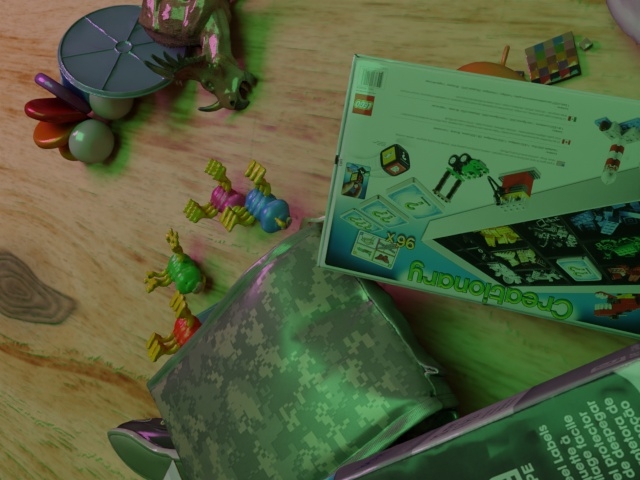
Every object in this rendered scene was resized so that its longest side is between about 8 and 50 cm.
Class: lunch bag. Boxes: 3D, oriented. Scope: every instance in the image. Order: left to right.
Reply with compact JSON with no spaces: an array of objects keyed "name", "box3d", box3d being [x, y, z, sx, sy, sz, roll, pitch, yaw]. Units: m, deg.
[{"name":"lunch bag","box3d":[-0.014,0.155,0.661,0.287,0.169,0.235,-48,57,21]}]

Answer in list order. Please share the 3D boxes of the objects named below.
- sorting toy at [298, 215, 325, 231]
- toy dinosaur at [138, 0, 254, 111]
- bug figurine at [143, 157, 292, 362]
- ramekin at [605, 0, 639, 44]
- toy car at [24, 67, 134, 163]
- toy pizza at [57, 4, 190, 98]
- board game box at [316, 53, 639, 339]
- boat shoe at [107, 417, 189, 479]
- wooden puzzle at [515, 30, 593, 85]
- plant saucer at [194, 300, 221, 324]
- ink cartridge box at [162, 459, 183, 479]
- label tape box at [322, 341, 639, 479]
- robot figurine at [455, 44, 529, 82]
[{"name":"sorting toy","box3d":[0.000,0.000,0.768,0.083,0.045,0.075,-16,63,31]},{"name":"toy dinosaur","box3d":[-0.208,-0.325,0.942,0.296,0.127,0.200,38,108,40]},{"name":"bug figurine","box3d":[-0.135,0.019,0.816,0.278,0.072,0.216,-58,36,11]},{"name":"ramekin","box3d":[0.360,-0.286,0.493,0.277,0.135,0.277,-16,57,26]},{"name":"toy car","box3d":[-0.410,-0.225,1.041,0.159,0.136,0.181,31,97,36]},{"name":"toy pizza","box3d":[-0.307,-0.294,0.996,0.202,0.032,0.201,2,60,-4]},{"name":"board game box","box3d":[0.163,-0.039,0.548,0.306,0.053,0.192,13,104,9]},{"name":"boat shoe","box3d":[-0.186,0.268,0.816,0.228,0.069,0.081,0,119,39]},{"name":"wooden puzzle","box3d":[0.243,-0.188,0.664,0.083,0.006,0.049,-15,71,31]},{"name":"plant saucer","box3d":[-0.109,0.098,0.832,0.192,0.018,0.067,-30,64,24]},{"name":"ink cartridge box","box3d":[-0.119,0.402,0.686,0.275,0.060,0.238,57,134,29]},{"name":"label tape box","box3d":[0.126,0.253,0.431,0.348,0.115,0.249,-30,74,20]},{"name":"robot figurine","box3d":[0.140,-0.084,0.638,0.219,0.128,0.158,-47,23,17]}]
